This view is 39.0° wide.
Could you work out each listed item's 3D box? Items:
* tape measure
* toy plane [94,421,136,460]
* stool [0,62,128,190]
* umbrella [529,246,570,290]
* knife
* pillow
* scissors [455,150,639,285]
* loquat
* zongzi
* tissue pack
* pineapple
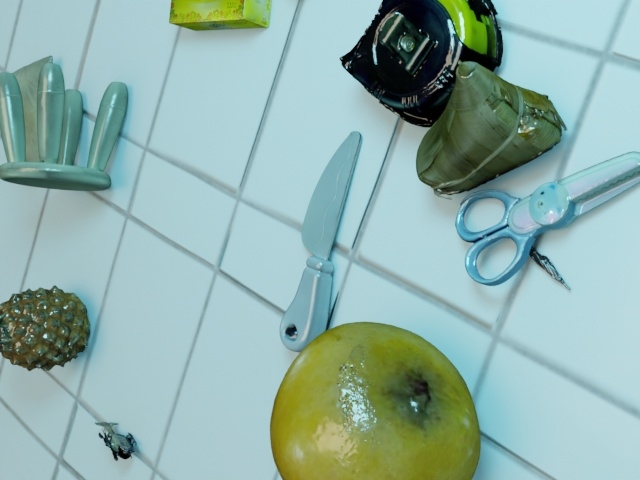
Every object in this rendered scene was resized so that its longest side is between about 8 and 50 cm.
[{"bbox_3d":[0.137,-0.252,1.168,0.186,0.112,0.199,44,116,29],"label":"tape measure"},{"bbox_3d":[-0.360,0.353,1.592,0.121,0.049,0.031,37,111,53],"label":"toy plane"},{"bbox_3d":[-0.462,-0.194,1.606,0.195,0.195,0.198,3,86,40],"label":"stool"},{"bbox_3d":[0.265,0.019,1.114,0.022,0.013,0.122,-39,62,10],"label":"umbrella"},{"bbox_3d":[-0.001,0.000,1.322,0.080,0.044,0.331,13,91,46],"label":"knife"},{"bbox_3d":[-0.558,-0.236,1.774,0.148,0.050,0.229,-18,80,42],"label":"pillow"},{"bbox_3d":[0.277,-0.041,1.088,0.256,0.030,0.125,-29,59,32],"label":"scissors"},{"bbox_3d":[0.065,0.229,1.114,0.263,0.263,0.263,-2,87,39],"label":"loquat"},{"bbox_3d":[0.165,-0.137,1.084,0.194,0.197,0.099,-30,55,38],"label":"zongzi"},{"bbox_3d":[-0.161,-0.391,1.445,0.176,0.062,0.095,9,94,38],"label":"tissue pack"},{"bbox_3d":[-0.519,0.163,1.635,0.166,0.193,0.166,6,100,41],"label":"pineapple"}]
